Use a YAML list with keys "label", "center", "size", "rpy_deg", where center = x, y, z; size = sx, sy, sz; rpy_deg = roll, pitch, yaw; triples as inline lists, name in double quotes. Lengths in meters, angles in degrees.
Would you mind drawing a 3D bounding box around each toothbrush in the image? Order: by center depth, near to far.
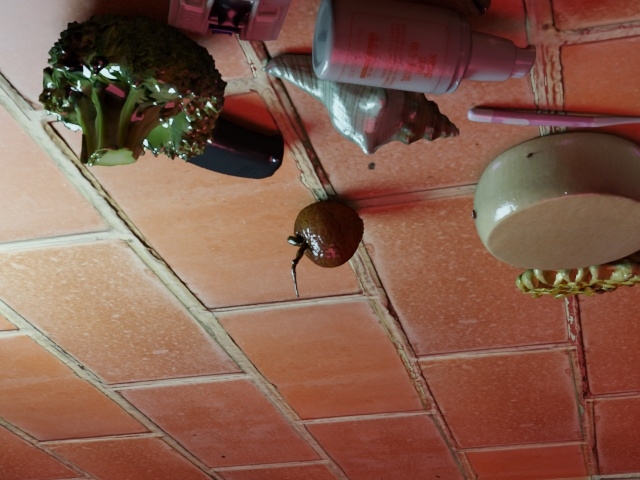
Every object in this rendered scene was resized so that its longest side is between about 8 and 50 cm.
- label: "toothbrush"
  center: [0.335, -0.156, 1.471]
  size: [0.287, 0.025, 0.020]
  rpy_deg: [3, 152, -4]

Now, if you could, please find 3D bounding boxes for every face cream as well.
- label: "face cream"
  center: [0.122, -0.216, 1.267]
  size: [0.252, 0.101, 0.101]
  rpy_deg: [6, 152, -12]

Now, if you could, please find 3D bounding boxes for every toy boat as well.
- label: "toy boat"
  center: [-0.077, -0.302, 1.111]
  size: [0.129, 0.088, 0.295]
  rpy_deg: [6, 153, -12]

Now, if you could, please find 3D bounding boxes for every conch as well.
- label: "conch"
  center: [0.062, -0.170, 1.354]
  size: [0.234, 0.114, 0.137]
  rpy_deg: [24, 131, -29]

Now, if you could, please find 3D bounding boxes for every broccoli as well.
- label: "broccoli"
  center: [-0.220, -0.170, 1.282]
  size: [0.226, 0.176, 0.198]
  rpy_deg: [-20, 146, 5]

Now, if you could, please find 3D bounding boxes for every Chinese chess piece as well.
- label: "Chinese chess piece"
  center: [0.352, -0.051, 1.593]
  size: [0.273, 0.102, 0.273]
  rpy_deg: [-1, 154, -1]

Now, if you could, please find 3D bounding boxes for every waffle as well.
- label: "waffle"
  center: [0.446, 0.054, 1.798]
  size: [0.261, 0.056, 0.250]
  rpy_deg: [-1, 171, 0]

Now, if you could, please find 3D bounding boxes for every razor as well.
- label: "razor"
  center: [-0.124, -0.123, 1.498]
  size: [0.148, 0.054, 0.090]
  rpy_deg: [18, 152, -30]

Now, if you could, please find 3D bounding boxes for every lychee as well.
- label: "lychee"
  center: [0.005, -0.004, 1.661]
  size: [0.140, 0.114, 0.101]
  rpy_deg: [-17, 156, -49]

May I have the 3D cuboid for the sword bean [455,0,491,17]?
- label: "sword bean"
  center: [0.088, -0.309, 1.157]
  size: [0.269, 0.038, 0.043]
  rpy_deg: [25, 110, -40]
